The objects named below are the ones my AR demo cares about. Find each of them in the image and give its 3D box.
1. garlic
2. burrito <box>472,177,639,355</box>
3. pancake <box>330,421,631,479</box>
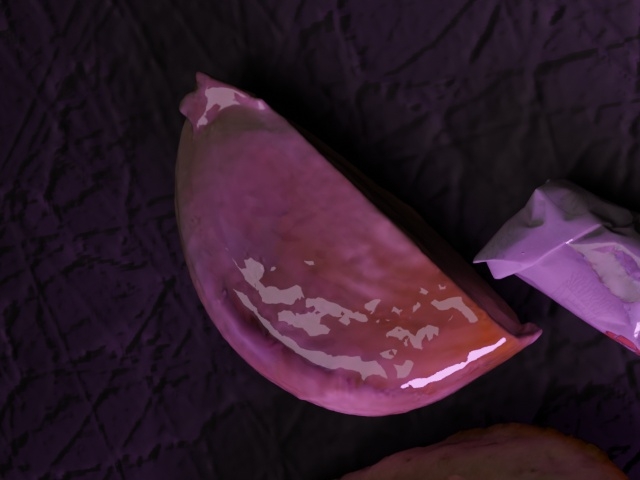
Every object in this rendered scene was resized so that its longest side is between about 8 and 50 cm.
[{"bbox_3d":[-0.003,0.015,0.850,0.195,0.087,0.101,41,104,11],"label":"garlic"},{"bbox_3d":[0.166,0.036,0.792,0.203,0.064,0.064,30,115,15],"label":"burrito"},{"bbox_3d":[0.069,0.255,0.839,0.356,0.065,0.356,4,96,39],"label":"pancake"}]
